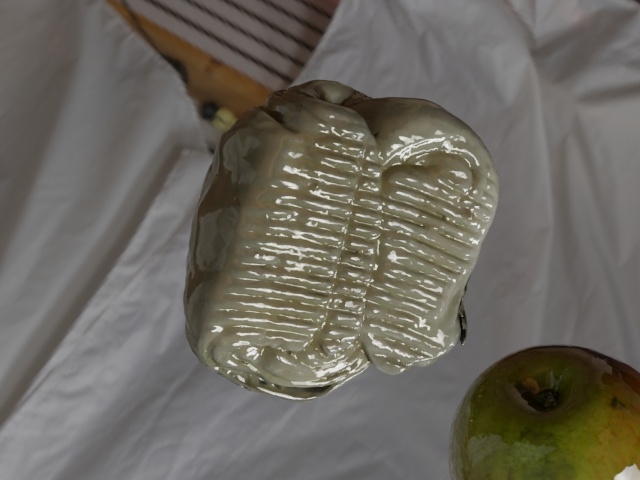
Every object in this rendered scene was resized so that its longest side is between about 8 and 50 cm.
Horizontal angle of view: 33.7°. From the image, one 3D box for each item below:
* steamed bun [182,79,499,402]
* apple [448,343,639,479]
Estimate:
[{"bbox_3d":[0.002,0.000,0.745,0.211,0.218,0.144,12,180,-25],"label":"steamed bun"},{"bbox_3d":[0.193,0.174,0.841,0.196,0.196,0.196,29,152,17],"label":"apple"}]
